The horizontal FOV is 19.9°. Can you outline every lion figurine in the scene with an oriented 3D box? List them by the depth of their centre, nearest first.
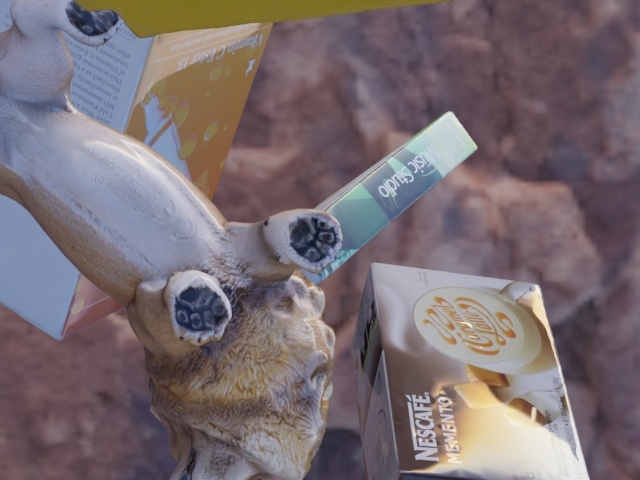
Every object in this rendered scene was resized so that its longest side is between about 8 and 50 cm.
[{"bbox_3d":[-0.123,-0.019,1.035,0.142,0.240,0.392,-39,90,-17],"label":"lion figurine"}]

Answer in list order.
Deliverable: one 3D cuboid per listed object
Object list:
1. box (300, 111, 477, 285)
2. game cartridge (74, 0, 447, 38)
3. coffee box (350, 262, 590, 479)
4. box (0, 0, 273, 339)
[{"bbox_3d":[0.000,0.000,1.853,0.058,0.232,0.322,52,42,-3],"label":"box"},{"bbox_3d":[0.022,-0.181,0.641,0.285,0.324,0.052,60,29,-59],"label":"game cartridge"},{"bbox_3d":[0.104,0.132,1.342,0.246,0.141,0.098,-94,-167,-56],"label":"coffee box"},{"bbox_3d":[-0.195,-0.118,1.663,0.215,0.168,0.345,-29,145,-56],"label":"box"}]
